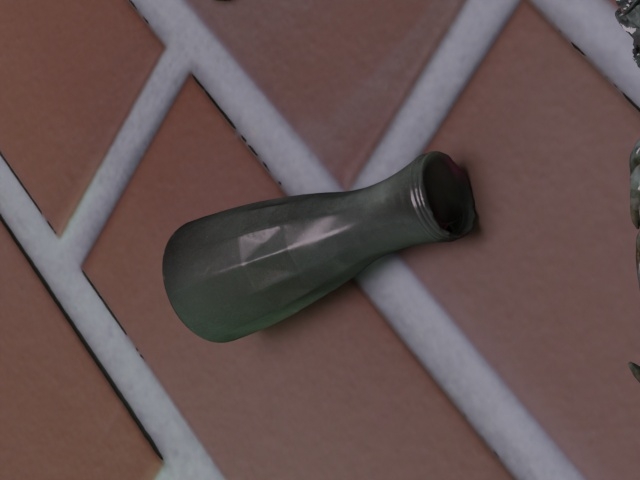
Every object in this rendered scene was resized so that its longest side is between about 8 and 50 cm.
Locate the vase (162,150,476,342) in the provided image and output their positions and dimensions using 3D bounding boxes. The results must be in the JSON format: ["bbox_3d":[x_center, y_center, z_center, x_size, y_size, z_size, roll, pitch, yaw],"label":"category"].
[{"bbox_3d":[0.000,0.000,1.214,0.214,0.086,0.086,-20,74,37],"label":"vase"}]

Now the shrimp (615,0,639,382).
[{"bbox_3d":[0.199,-0.038,0.969,0.221,0.166,0.410,105,157,-62],"label":"shrimp"}]
